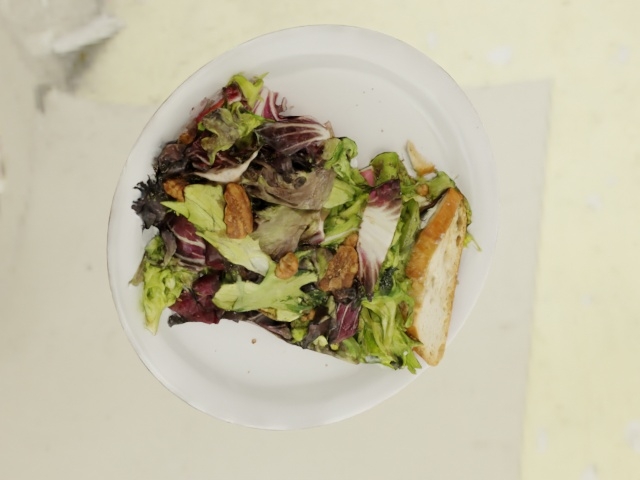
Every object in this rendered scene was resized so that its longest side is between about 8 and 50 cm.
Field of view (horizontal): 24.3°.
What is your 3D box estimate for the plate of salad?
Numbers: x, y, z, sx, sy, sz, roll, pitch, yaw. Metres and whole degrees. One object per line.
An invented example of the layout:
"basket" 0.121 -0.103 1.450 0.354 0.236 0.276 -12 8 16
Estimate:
"plate of salad" 0.000 0.000 0.695 0.048 0.200 0.200 -141 -146 -61
